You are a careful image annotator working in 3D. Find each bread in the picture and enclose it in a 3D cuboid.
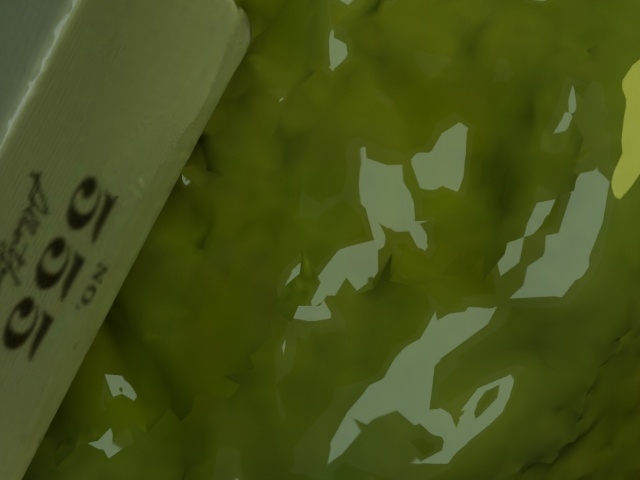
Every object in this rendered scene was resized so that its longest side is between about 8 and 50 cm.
[{"bbox_3d":[0.000,0.000,0.663,0.348,0.308,0.348,-9,69,24],"label":"bread"}]

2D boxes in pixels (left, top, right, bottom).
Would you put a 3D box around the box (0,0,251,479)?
[{"bbox_3d":[-0.161,-0.037,0.535,0.259,0.071,0.168,25,85,36],"label":"box"}]
